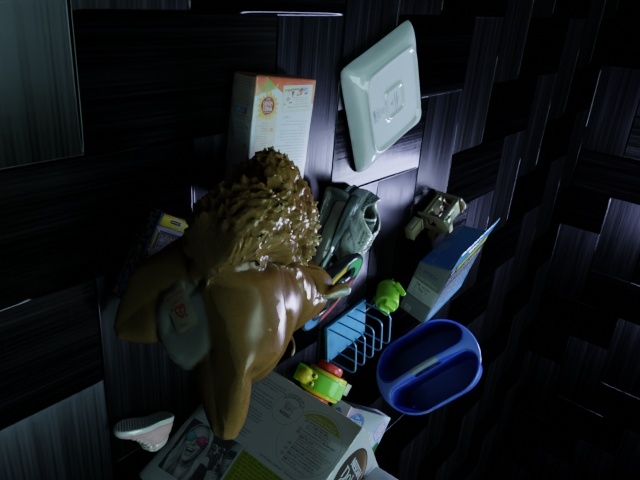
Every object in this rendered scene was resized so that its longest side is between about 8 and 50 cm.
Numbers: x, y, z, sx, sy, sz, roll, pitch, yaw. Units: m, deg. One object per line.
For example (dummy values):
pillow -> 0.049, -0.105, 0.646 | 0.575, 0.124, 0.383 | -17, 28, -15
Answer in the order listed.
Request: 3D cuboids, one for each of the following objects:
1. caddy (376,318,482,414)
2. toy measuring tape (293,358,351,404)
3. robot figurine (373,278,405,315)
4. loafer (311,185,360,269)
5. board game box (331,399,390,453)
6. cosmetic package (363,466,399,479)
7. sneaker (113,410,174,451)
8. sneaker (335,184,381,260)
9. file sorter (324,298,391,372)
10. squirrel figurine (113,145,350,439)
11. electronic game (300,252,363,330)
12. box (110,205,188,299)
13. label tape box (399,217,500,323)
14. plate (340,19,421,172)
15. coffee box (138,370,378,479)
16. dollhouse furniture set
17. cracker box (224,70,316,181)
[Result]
caddy -> 0.343, 0.398, 1.813 | 0.341, 0.241, 0.179 | -34, 153, 12
toy measuring tape -> 0.037, 0.396, 1.559 | 0.121, 0.121, 0.330 | -62, 145, -8
robot figurine -> 0.191, 0.158, 1.654 | 0.067, 0.101, 0.115 | 36, 35, -18
loafer -> 0.000, 0.000, 1.331 | 0.268, 0.084, 0.096 | -63, 174, 18
board game box -> 0.068, 0.663, 1.789 | 0.318, 0.065, 0.318 | 36, 79, -55
cosmetic package -> 0.161, 0.624, 1.159 | 0.138, 0.224, 0.225 | -31, 132, -44
sneaker -> -0.336, 0.372, 1.095 | 0.134, 0.050, 0.070 | 7, 98, -59
sneaker -> 0.096, -0.018, 1.425 | 0.090, 0.094, 0.235 | -36, 137, -41
file sorter -> 0.103, 0.262, 1.582 | 0.170, 0.104, 0.118 | -30, 130, -41
squirrel figurine -> -0.088, 0.055, 0.973 | 0.370, 0.281, 0.397 | -10, 122, -56
electronic game -> 0.027, 0.124, 1.390 | 0.229, 0.048, 0.229 | -48, 164, -19
box -> -0.244, 0.046, 1.044 | 0.233, 0.044, 0.159 | 24, 89, -56
label tape box -> 0.390, 0.070, 1.776 | 0.240, 0.106, 0.334 | -37, 154, -37
plate -> 0.163, -0.337, 1.382 | 0.278, 0.045, 0.277 | -44, 139, -30
coffee box -> -0.100, 0.521, 1.243 | 0.334, 0.338, 0.338 | -48, 142, -27
dollhouse furniture set -> 0.358, -0.026, 1.766 | 0.182, 0.101, 0.161 | -48, 141, -26
cracker box -> -0.097, -0.193, 1.090 | 0.155, 0.067, 0.233 | -13, 118, -48
